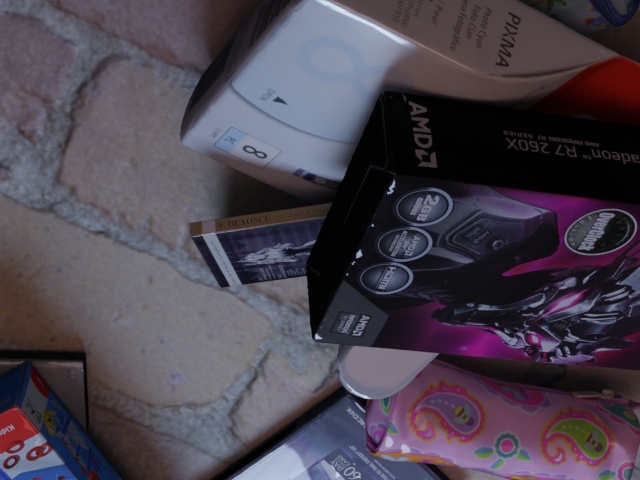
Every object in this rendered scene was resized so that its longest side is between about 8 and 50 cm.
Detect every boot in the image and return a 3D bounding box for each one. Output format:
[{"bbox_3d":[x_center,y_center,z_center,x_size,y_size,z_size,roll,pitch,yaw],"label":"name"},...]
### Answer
[{"bbox_3d":[0.118,0.041,1.268,0.258,0.123,0.095,-36,107,12],"label":"boot"}]

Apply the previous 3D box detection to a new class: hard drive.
[{"bbox_3d":[-0.313,0.159,1.380,0.135,0.022,0.094,2,119,-2],"label":"hard drive"}]

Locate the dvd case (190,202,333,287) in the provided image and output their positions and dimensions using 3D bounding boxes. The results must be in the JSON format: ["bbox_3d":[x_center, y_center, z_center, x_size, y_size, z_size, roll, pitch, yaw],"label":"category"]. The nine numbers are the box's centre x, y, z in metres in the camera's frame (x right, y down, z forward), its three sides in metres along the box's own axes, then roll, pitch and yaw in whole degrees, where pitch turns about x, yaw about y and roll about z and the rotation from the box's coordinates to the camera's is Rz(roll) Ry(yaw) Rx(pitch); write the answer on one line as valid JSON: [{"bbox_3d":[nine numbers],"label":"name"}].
[{"bbox_3d":[0.000,0.000,1.243,0.221,0.018,0.164,-9,161,3],"label":"dvd case"}]

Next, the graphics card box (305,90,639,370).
[{"bbox_3d":[0.193,0.005,1.085,0.371,0.094,0.233,8,142,-15],"label":"graphics card box"}]

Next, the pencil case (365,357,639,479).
[{"bbox_3d":[0.189,0.191,1.356,0.284,0.124,0.124,12,118,-8],"label":"pencil case"}]

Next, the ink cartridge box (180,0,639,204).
[{"bbox_3d":[0.107,-0.089,1.118,0.385,0.091,0.308,26,154,-15],"label":"ink cartridge box"}]

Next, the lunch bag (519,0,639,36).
[{"bbox_3d":[0.183,-0.283,1.058,0.090,0.176,0.219,-17,122,40],"label":"lunch bag"}]

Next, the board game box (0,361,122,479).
[{"bbox_3d":[-0.350,0.328,1.389,0.308,0.086,0.302,-30,113,8],"label":"board game box"}]

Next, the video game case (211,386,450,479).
[{"bbox_3d":[-0.011,0.297,1.463,0.274,0.026,0.196,-38,113,17],"label":"video game case"}]
